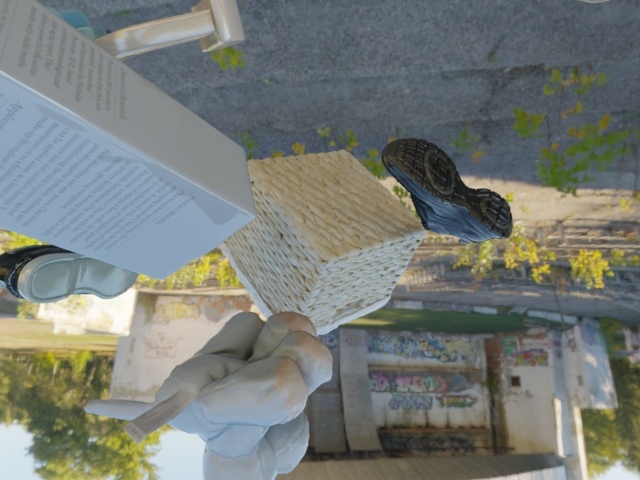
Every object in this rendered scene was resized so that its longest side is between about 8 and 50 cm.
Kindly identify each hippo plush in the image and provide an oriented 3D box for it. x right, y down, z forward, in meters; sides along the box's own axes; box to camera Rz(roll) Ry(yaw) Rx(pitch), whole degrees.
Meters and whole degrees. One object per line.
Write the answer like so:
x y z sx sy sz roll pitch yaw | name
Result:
-0.092 0.259 0.602 0.234 0.237 0.294 0 -159 40 | hippo plush

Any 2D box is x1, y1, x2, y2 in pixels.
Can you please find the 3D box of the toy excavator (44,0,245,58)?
-0.414 -0.320 0.774 0.445 0.222 0.433 7 -151 37 | toy excavator

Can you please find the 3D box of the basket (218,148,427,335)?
0.000 0.000 0.998 0.328 0.331 0.266 -15 144 -38 | basket

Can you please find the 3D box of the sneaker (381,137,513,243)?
0.214 -0.072 0.807 0.286 0.109 0.130 35 148 -16 | sneaker

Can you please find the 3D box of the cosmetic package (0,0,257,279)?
-0.326 -0.120 0.586 0.230 0.162 0.453 -30 144 22 | cosmetic package

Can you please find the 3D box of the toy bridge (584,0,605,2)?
0.439 -0.427 0.717 0.188 0.026 0.063 36 159 29 | toy bridge

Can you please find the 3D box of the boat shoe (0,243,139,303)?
-0.458 0.052 0.829 0.091 0.114 0.302 17 177 12 | boat shoe
